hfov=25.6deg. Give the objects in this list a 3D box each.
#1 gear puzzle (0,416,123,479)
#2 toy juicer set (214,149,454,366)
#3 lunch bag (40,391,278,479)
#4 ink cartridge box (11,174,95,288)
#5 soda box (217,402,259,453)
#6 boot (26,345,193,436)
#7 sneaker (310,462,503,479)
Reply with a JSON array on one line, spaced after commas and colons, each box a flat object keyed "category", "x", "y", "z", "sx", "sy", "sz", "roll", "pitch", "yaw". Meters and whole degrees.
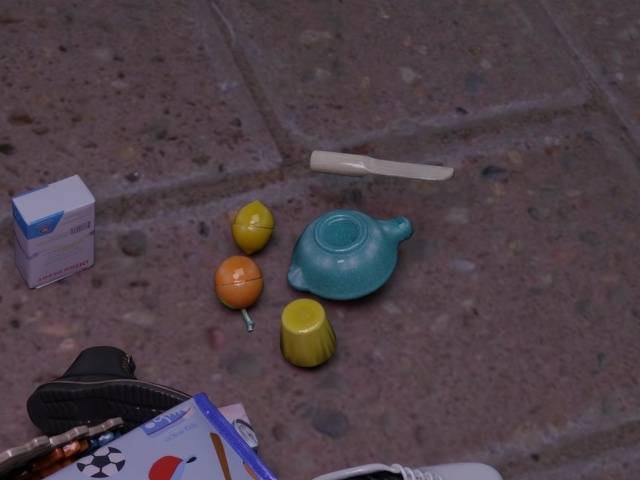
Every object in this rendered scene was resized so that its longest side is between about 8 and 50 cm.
[{"category": "gear puzzle", "x": -0.313, "y": 0.244, "z": 1.367, "sx": 0.175, "sy": 0.339, "sz": 0.044, "roll": -31, "pitch": 80, "yaw": 15}, {"category": "toy juicer set", "x": 0.000, "y": 0.000, "z": 1.784, "sx": 0.209, "sy": 0.089, "sz": 0.329, "roll": 25, "pitch": 59, "yaw": 25}, {"category": "lunch bag", "x": -0.134, "y": 0.397, "z": 1.342, "sx": 0.328, "sy": 0.239, "sz": 0.385, "roll": -29, "pitch": 57, "yaw": -31}, {"category": "ink cartridge box", "x": -0.321, "y": -0.009, "z": 1.697, "sx": 0.089, "sy": 0.122, "sz": 0.052, "roll": -22, "pitch": 55, "yaw": -26}, {"category": "soda box", "x": -0.165, "y": 0.240, "z": 1.571, "sx": 0.183, "sy": 0.058, "sz": 0.063, "roll": -13, "pitch": 56, "yaw": -20}, {"category": "boot", "x": -0.209, "y": 0.160, "z": 1.572, "sx": 0.198, "sy": 0.076, "sz": 0.137, "roll": 7, "pitch": 23, "yaw": 13}, {"category": "sneaker", "x": 0.093, "y": 0.290, "z": 1.561, "sx": 0.258, "sy": 0.091, "sz": 0.094, "roll": -10, "pitch": 55, "yaw": -18}]
